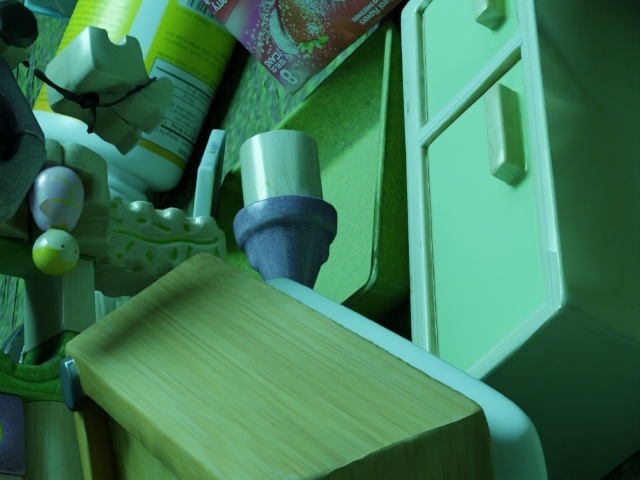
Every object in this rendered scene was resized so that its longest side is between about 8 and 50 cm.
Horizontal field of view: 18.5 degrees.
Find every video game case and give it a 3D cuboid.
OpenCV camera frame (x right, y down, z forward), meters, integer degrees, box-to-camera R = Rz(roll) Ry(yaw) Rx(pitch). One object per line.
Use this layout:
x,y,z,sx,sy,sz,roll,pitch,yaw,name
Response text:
-0.072,-0.016,1.240,0.122,0.011,0.087,-88,5,-76,video game case

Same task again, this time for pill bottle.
-0.134,-0.115,1.410,0.117,0.117,0.215,8,74,65,pill bottle

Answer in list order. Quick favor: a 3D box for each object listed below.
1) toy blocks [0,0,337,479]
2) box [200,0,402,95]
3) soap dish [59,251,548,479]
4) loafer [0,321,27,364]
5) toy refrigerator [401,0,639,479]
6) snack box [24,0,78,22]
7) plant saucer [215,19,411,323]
-0.146,0.085,0.975,0.309,0.289,0.260,-33,54,44,toy blocks
0.035,-0.211,1.097,0.257,0.128,0.122,-37,9,48,box
-0.011,0.145,0.808,0.291,0.118,0.228,-155,56,-65,soap dish
-0.179,0.144,1.329,0.078,0.080,0.220,-30,47,39,loafer
0.098,-0.031,0.884,0.102,0.094,0.269,-46,30,39,toy refrigerator
-0.190,-0.376,1.760,0.187,0.060,0.322,-96,26,-53,snack box
0.000,0.000,1.116,0.188,0.045,0.188,-41,34,44,plant saucer
